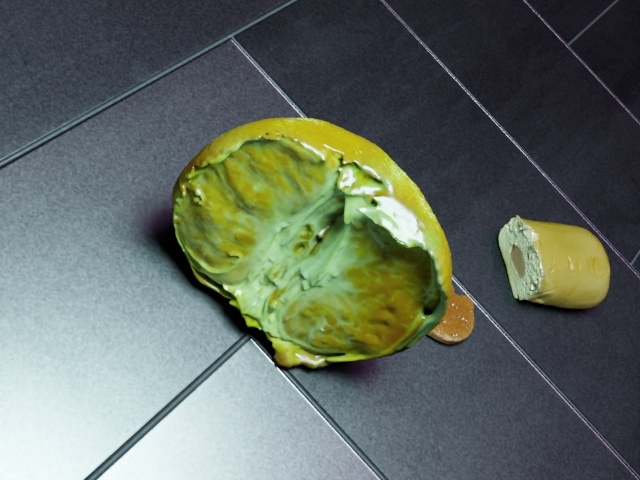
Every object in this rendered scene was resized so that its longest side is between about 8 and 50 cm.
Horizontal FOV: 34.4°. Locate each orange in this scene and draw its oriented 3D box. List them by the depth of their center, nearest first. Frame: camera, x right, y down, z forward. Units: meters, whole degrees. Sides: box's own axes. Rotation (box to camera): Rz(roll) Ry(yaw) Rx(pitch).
[{"bbox_3d":[0.003,-0.007,1.191,0.335,0.262,0.196,39,51,1],"label":"orange"}]

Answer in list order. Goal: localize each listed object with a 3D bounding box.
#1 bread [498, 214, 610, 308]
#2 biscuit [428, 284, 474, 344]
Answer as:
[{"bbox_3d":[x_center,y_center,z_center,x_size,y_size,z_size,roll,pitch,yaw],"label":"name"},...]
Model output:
[{"bbox_3d":[0.352,0.031,1.528,0.173,0.085,0.134,4,59,-32],"label":"bread"},{"bbox_3d":[0.152,0.086,1.399,0.130,0.019,0.102,36,48,-10],"label":"biscuit"}]
